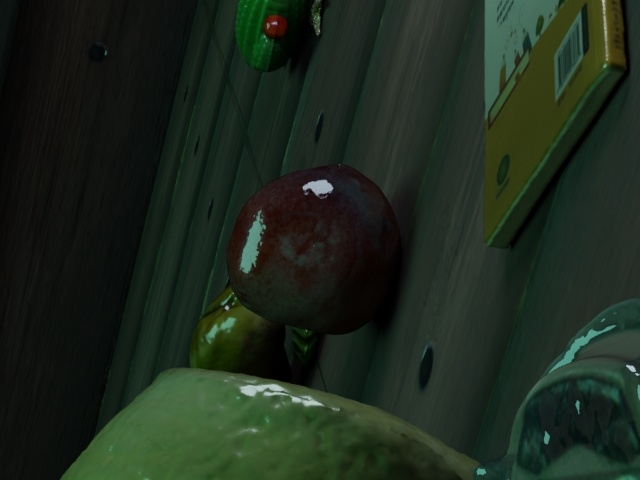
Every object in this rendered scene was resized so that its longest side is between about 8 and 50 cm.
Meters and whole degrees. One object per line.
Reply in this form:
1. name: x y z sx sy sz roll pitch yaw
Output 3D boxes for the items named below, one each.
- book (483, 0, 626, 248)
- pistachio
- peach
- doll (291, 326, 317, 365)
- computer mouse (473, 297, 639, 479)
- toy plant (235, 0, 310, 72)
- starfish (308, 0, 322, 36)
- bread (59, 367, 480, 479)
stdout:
1. book: 0.157 -0.168 1.256 0.208 0.020 0.295 117 161 -53
2. pistachio: -0.084 0.112 1.841 0.110 0.100 0.189 -38 -23 -19
3. peach: 0.000 0.000 1.572 0.152 0.152 0.152 -169 90 -78
4. doll: -0.015 0.031 1.826 0.115 0.050 0.190 107 166 -68
5. computer mouse: 0.150 0.216 0.714 0.199 0.115 0.389 158 113 -64
6. toy plant: -0.056 -0.281 2.193 0.240 0.088 0.154 157 123 -82
7. starfish: -0.005 -0.275 2.153 0.086 0.016 0.092 102 170 -55
8. bread: -0.018 0.214 0.981 0.320 0.321 0.237 139 151 -71
